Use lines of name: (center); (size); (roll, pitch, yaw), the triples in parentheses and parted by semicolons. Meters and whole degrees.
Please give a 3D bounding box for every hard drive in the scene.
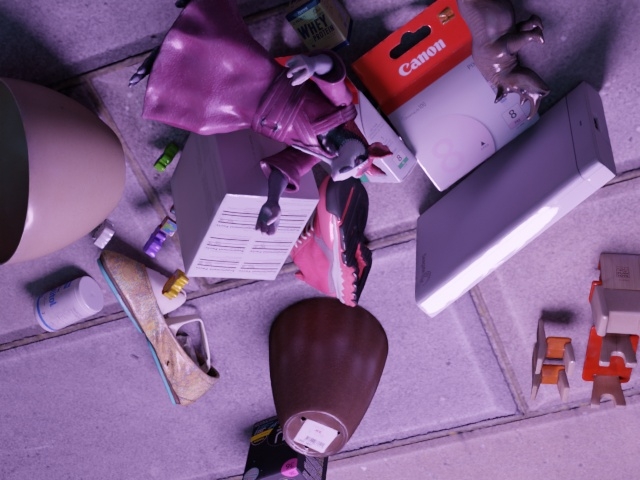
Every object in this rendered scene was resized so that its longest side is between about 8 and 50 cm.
hard drive: (0.279, -0.063, 1.768); (0.047, 0.233, 0.353); (37, 121, -19)

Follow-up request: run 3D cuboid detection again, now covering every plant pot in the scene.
plant pot: (0.003, 0.252, 2.028); (0.216, 0.230, 0.215); (3, 126, 4)
plant pot: (-0.414, -0.109, 1.831); (0.191, 0.284, 0.284); (-4, 135, -36)

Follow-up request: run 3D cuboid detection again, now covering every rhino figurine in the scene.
rhino figurine: (0.262, -0.287, 1.681); (0.106, 0.073, 0.243); (-15, 103, 18)

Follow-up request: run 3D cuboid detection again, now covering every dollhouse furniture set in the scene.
dollhouse furniture set: (0.493, 0.159, 1.989); (0.262, 0.135, 0.259); (3, 137, 5)

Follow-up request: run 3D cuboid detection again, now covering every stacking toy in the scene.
stacking toy: (-0.245, -0.032, 1.943); (0.167, 0.052, 0.221); (36, 96, -21)

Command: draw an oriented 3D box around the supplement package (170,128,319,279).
supplement package: (-0.120, -0.076, 1.791); (0.149, 0.194, 0.203); (4, 142, -24)

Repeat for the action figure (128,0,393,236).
action figure: (-0.068, -0.186, 1.660); (0.370, 0.275, 0.248); (29, 115, -5)

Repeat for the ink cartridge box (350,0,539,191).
ink cartridge box: (0.186, -0.216, 1.748); (0.189, 0.066, 0.232); (-36, 119, 6)

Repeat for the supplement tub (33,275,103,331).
supplement tub: (-0.443, 0.112, 2.082); (0.107, 0.071, 0.071); (-24, 119, 21)

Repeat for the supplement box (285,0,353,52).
supplement box: (-0.001, -0.319, 1.712); (0.056, 0.083, 0.083); (-28, 117, 22)

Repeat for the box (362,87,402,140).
box: (0.105, -0.194, 1.807); (0.062, 0.052, 0.083); (-30, 117, 24)

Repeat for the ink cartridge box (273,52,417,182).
ink cartridge box: (0.018, -0.178, 1.768); (0.224, 0.056, 0.181); (46, 160, -25)

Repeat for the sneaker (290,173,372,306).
sneaker: (0.000, 0.001, 1.886); (0.136, 0.115, 0.313); (13, 148, 13)

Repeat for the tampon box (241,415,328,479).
tampon box: (-0.062, 0.410, 2.191); (0.120, 0.161, 0.101); (-23, 119, 21)

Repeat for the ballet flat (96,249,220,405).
ballet flat: (-0.270, 0.138, 2.066); (0.123, 0.123, 0.348); (-13, 122, 16)
